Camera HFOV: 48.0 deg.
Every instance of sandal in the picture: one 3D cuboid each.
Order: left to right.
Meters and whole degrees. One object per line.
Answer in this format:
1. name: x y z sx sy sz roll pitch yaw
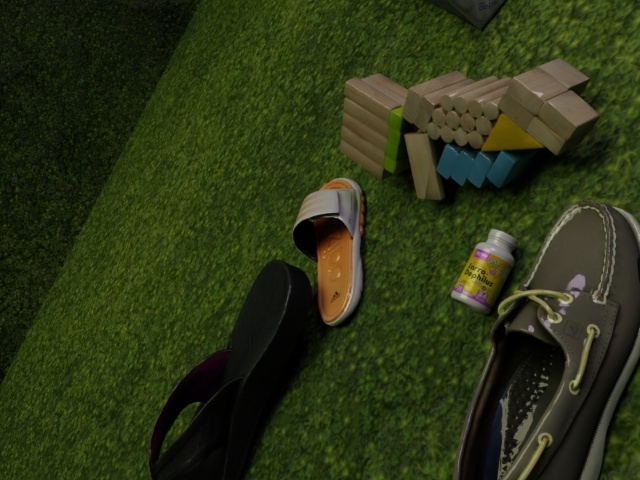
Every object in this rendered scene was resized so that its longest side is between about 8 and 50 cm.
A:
1. sandal: -0.154 0.225 0.988 0.168 0.107 0.445 29 97 63
2. sandal: 0.007 -0.005 0.999 0.102 0.076 0.265 -40 34 31

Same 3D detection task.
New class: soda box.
1. soda box: 0.183 -0.413 1.077 0.098 0.091 0.286 -51 30 16

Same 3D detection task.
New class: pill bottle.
1. pill bottle: 0.171 0.031 0.741 0.083 0.043 0.043 -62 29 -4

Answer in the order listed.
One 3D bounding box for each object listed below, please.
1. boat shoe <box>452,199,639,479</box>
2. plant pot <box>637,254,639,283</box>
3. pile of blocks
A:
1. boat shoe: 0.193 0.094 0.600 0.109 0.091 0.304 -4 61 57
2. plant pot: 0.302 0.036 0.410 0.187 0.188 0.167 -51 17 18
3. pile of blocks: 0.175 -0.132 0.851 0.113 0.148 0.362 -26 24 -32
